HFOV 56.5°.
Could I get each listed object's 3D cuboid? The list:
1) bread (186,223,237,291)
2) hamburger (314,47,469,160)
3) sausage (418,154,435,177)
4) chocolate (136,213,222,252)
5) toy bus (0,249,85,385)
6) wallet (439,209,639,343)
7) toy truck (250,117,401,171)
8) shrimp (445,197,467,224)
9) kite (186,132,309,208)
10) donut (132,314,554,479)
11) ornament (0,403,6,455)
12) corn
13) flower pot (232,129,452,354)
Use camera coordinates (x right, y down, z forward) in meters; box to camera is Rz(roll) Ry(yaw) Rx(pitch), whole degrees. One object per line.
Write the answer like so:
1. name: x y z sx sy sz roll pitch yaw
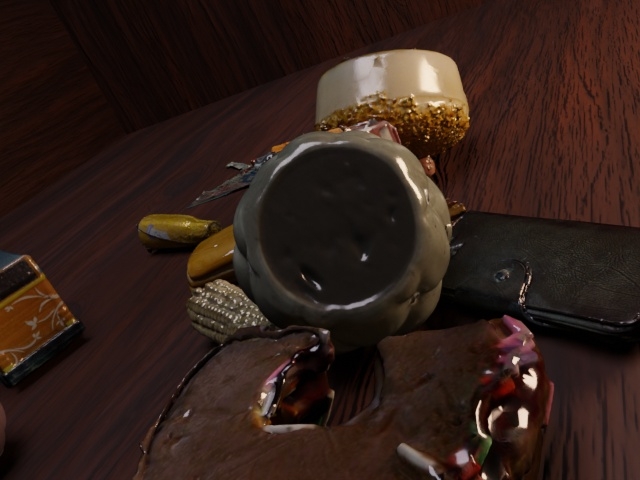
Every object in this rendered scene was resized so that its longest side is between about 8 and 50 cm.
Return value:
1. bread: -0.142 0.020 1.020 0.200 0.077 0.116 -22 32 9
2. hamburger: 0.126 -0.220 1.057 0.275 0.179 0.294 -9 -1 32
3. sausage: 0.120 -0.109 1.053 0.176 0.040 0.048 -8 73 37
4. chocolate: -0.291 -0.022 1.246 0.219 0.086 0.086 -2 32 39
5. toy bus: -0.588 0.124 1.087 0.323 0.194 0.162 5 38 49
6. wallet: 0.238 0.026 0.660 0.172 0.045 0.318 -35 24 -24
7. toy truck: 0.004 -0.111 0.934 0.270 0.114 0.135 -5 23 46
8. shrimp: 0.080 0.010 0.809 0.286 0.063 0.152 -16 38 -6
9. kite: -0.173 -0.188 1.552 0.406 0.014 0.368 -35 26 -21
10. donut: 0.005 0.179 0.464 0.344 0.136 0.259 -13 28 29
11. ornament: -0.500 0.266 0.771 0.177 0.178 0.177 -21 24 10
12. corn: -0.103 0.113 0.782 0.087 0.087 0.210 -36 32 -24
13. flower pot: 0.024 0.002 0.655 0.245 0.246 0.195 -25 -10 1
